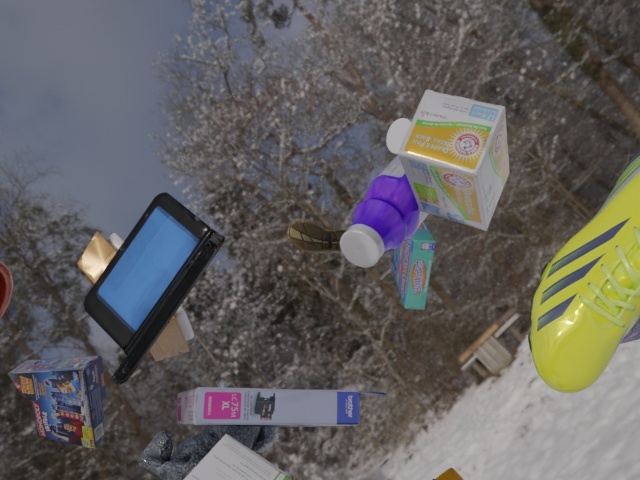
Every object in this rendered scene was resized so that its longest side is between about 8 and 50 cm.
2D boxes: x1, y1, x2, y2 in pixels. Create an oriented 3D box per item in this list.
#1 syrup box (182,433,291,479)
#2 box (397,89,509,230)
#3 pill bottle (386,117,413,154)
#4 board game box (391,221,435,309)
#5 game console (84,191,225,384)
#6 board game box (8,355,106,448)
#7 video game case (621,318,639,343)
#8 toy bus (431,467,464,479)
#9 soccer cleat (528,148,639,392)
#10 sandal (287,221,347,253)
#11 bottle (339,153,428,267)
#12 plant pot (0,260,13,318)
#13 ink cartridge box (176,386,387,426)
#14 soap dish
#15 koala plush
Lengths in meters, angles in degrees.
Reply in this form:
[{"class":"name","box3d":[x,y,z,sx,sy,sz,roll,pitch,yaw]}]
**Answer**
[{"class":"syrup box","box3d":[-0.138,0.324,0.614,0.237,0.096,0.093,-43,-26,-46]},{"class":"box","box3d":[0.196,-0.108,0.863,0.103,0.114,0.203,-66,-25,-11]},{"class":"pill bottle","box3d":[0.244,-0.215,1.372,0.194,0.108,0.108,9,-53,-39]},{"class":"board game box","box3d":[0.202,0.034,1.353,0.210,0.047,0.160,-96,11,-69]},{"class":"game console","box3d":[-0.136,0.030,0.465,0.122,0.071,0.107,-55,7,2]},{"class":"board game box","box3d":[-0.548,0.323,1.272,0.060,0.194,0.194,-46,-40,-64]},{"class":"video game case","box3d":[0.552,0.158,1.167,0.275,0.026,0.196,-18,-37,11]},{"class":"toy bus","box3d":[0.179,0.570,1.181,0.333,0.108,0.130,-16,-34,-41]},{"class":"soccer cleat","box3d":[0.293,0.013,0.566,0.289,0.093,0.121,-56,8,-8]},{"class":"sandal","box3d":[0.000,0.000,1.477,0.180,0.072,0.049,6,-16,-26]},{"class":"bottle","box3d":[0.125,-0.059,1.001,0.283,0.092,0.118,-48,-38,-44]},{"class":"plant pot","box3d":[-0.583,0.027,0.749,0.272,0.265,0.272,-43,-15,-14]},{"class":"ink cartridge box","box3d":[-0.067,0.276,1.002,0.312,0.065,0.186,4,-16,-20]},{"class":"soap dish","box3d":[-0.432,0.140,1.427,0.118,0.291,0.229,-40,-18,-21]},{"class":"koala plush","box3d":[-0.192,0.402,1.175,0.221,0.196,0.203,-50,16,-29]}]
